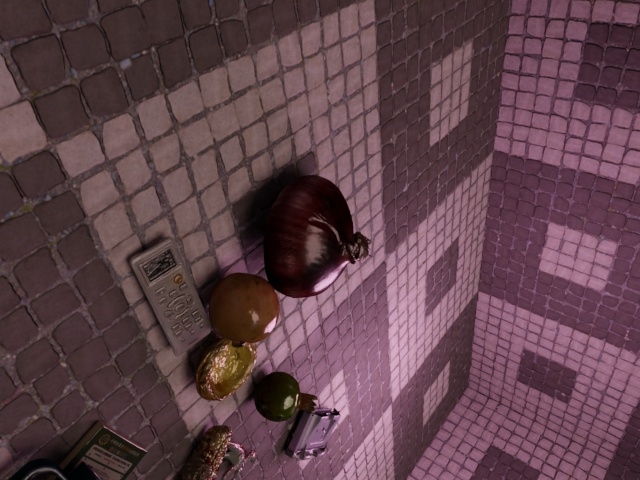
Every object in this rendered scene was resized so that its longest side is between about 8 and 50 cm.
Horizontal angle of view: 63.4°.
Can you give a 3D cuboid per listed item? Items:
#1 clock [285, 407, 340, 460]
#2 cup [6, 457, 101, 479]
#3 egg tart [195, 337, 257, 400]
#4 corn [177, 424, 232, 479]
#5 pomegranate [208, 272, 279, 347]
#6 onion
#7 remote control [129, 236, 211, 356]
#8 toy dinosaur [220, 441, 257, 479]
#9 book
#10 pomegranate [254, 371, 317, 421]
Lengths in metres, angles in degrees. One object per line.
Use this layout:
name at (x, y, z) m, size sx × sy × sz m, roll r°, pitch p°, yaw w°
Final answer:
clock at (-0.024, 0.742, 2.006) m, size 0.253 × 0.083 × 0.186 m, roll 25°, pitch 87°, yaw -57°
cup at (-0.534, 0.629, 1.030) m, size 0.292 × 0.242 × 0.308 m, roll -41°, pitch 141°, yaw -29°
egg tart at (-0.266, 0.336, 1.417) m, size 0.212 × 0.090 × 0.213 m, roll -35°, pitch 138°, yaw -40°
corn at (-0.344, 0.665, 1.491) m, size 0.098 × 0.098 × 0.290 m, roll 38°, pitch 76°, yaw -56°
pomegranate at (-0.194, 0.175, 1.328) m, size 0.191 × 0.191 × 0.191 m, roll -32°, pitch 133°, yaw -42°
onion at (0.000, 0.000, 1.413) m, size 0.347 × 0.285 × 0.348 m, roll 10°, pitch 90°, yaw -71°
remote control at (-0.350, 0.136, 1.219) m, size 0.109 × 0.055 × 0.313 m, roll -35°, pitch 131°, yaw -29°
toy dinosaur at (-0.269, 0.679, 1.650) m, size 0.167 × 0.053 × 0.242 m, roll -35°, pitch 135°, yaw -41°
book at (-0.551, 0.570, 1.207) m, size 0.264 × 0.027 × 0.202 m, roll -51°, pitch 142°, yaw -22°
pomegranate at (-0.113, 0.500, 1.645) m, size 0.159 × 0.205 × 0.159 m, roll -167°, pitch -90°, yaw -88°
